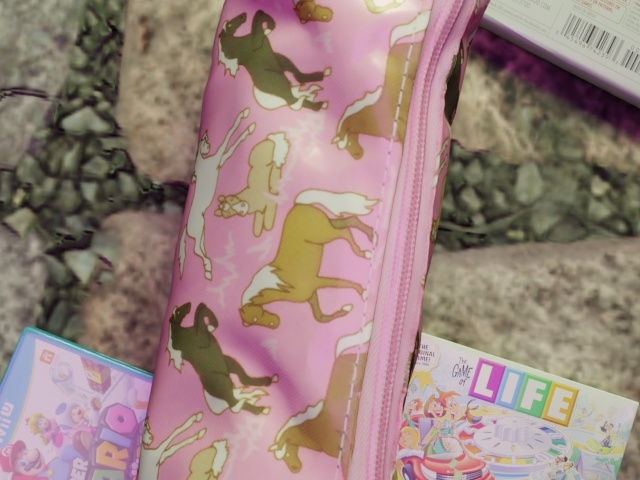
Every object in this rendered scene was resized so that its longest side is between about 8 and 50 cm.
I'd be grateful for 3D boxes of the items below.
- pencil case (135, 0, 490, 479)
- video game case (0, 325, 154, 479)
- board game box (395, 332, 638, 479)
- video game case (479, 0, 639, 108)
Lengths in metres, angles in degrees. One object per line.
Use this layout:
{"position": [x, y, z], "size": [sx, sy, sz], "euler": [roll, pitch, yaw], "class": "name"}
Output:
{"position": [0.000, 0.000, 0.606], "size": [0.167, 0.160, 0.386], "euler": [7, 82, 10], "class": "pencil case"}
{"position": [-0.129, 0.139, 0.675], "size": [0.166, 0.015, 0.119], "euler": [22, 87, -2], "class": "video game case"}
{"position": [0.111, 0.127, 0.684], "size": [0.154, 0.026, 0.103], "euler": [18, 86, -2], "class": "board game box"}
{"position": [0.165, -0.216, 0.705], "size": [0.212, 0.023, 0.193], "euler": [27, 86, -1], "class": "video game case"}
